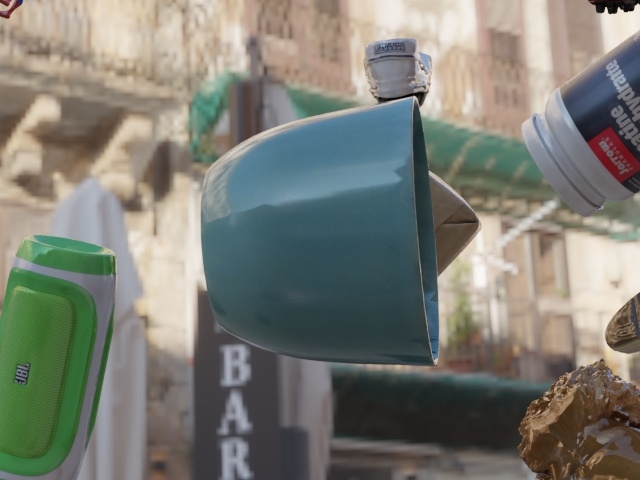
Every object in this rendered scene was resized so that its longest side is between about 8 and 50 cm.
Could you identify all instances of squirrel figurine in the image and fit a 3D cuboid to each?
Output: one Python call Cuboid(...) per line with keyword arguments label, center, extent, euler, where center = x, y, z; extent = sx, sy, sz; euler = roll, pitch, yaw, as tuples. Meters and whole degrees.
Cuboid(label="squirrel figurine", center=(0.403, 0.337, 1.831), extent=(0.370, 0.397, 0.281), euler=(23, -53, -39))

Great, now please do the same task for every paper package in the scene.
Cuboid(label="paper package", center=(0.109, 0.027, 2.555), extent=(0.309, 0.168, 0.325), euler=(-46, -5, 4))

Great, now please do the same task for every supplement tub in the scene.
Cuboid(label="supplement tub", center=(0.442, -0.176, 2.219), extent=(0.272, 0.191, 0.191), euler=(-36, -30, 21))

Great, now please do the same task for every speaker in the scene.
Cuboid(label="speaker", center=(-0.319, 0.149, 1.823), extent=(0.131, 0.296, 0.131), euler=(12, 6, -1))

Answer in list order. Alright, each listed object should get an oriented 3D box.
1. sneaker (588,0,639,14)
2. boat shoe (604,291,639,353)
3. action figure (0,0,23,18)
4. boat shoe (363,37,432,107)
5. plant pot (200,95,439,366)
Cuboid(label="sneaker", center=(0.367, -0.373, 2.043), extent=(0.097, 0.135, 0.276), euler=(-4, -8, 44))
Cuboid(label="boat shoe", center=(0.611, 0.112, 2.556), extent=(0.302, 0.109, 0.098), euler=(-32, -58, 17))
Cuboid(label="action figure", center=(-0.348, -0.312, 1.858), extent=(0.030, 0.115, 0.038), euler=(25, -35, 15))
Cuboid(label="boat shoe", center=(0.109, -0.213, 2.122), extent=(0.096, 0.088, 0.267), euler=(-5, -2, 2))
Cuboid(label="plant pot", center=(0.000, 0.000, 1.704), extent=(0.235, 0.293, 0.293), euler=(-5, -16, 7))
